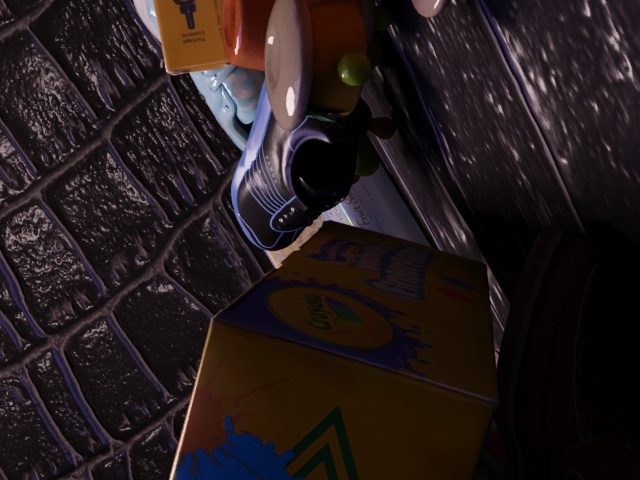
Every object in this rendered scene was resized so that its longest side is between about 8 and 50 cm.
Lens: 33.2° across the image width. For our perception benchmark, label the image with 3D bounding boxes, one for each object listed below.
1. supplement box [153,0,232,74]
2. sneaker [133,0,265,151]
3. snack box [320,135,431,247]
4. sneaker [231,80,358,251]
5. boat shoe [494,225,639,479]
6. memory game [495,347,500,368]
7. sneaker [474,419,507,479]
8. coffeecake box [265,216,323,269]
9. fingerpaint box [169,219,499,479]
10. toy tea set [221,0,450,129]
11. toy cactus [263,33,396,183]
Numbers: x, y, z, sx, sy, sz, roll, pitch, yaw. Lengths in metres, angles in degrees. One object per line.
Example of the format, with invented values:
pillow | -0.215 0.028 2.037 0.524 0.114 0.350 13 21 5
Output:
supplement box | -0.121 -0.279 1.010 0.080 0.078 0.233 -50 -47 -72
sneaker | -0.112 -0.237 1.408 0.150 0.135 0.366 45 175 42
snack box | 0.050 -0.026 1.237 0.174 0.070 0.207 60 173 13
sneaker | -0.021 -0.049 0.927 0.232 0.081 0.090 103 145 -53
boat shoe | 0.180 0.119 0.712 0.104 0.110 0.307 16 139 25
memory game | 0.222 0.185 1.057 0.186 0.012 0.186 59 175 9
sneaker | 0.221 0.369 1.082 0.482 0.185 0.202 61 173 -22
coffeecake box | 0.000 0.000 1.443 0.185 0.142 0.068 57 173 28
fingerpaint box | 0.003 0.202 0.773 0.445 0.163 0.371 -42 -32 -80
toy tea set | 0.022 -0.176 0.690 0.336 0.124 0.200 -123 35 -62
toy cactus | 0.007 -0.152 0.958 0.219 0.112 0.180 64 155 -9
